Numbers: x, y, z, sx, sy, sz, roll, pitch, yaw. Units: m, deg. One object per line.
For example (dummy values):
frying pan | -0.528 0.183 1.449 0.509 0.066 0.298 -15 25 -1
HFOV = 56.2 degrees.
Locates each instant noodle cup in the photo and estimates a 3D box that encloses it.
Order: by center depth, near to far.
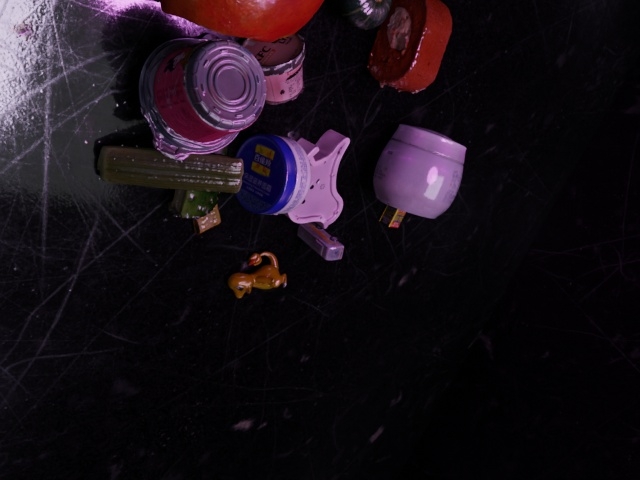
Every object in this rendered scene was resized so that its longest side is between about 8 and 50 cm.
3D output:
instant noodle cup | -0.230 -0.317 1.271 0.259 0.182 0.302 18 82 -36

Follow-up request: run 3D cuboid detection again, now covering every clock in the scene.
clock | -0.009 -0.185 1.768 0.275 0.080 0.290 22 103 -52

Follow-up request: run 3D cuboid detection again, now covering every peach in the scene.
peach | -0.140 -0.570 1.201 0.380 0.242 0.306 -56 147 4

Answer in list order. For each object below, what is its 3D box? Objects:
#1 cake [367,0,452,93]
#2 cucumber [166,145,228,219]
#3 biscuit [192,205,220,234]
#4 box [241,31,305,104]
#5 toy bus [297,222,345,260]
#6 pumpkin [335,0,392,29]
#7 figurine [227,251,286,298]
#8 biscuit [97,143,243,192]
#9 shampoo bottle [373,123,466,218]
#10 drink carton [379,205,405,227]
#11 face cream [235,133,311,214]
cake | 0.256 -0.552 1.681 0.151 0.177 0.282 5 113 -48
cucumber | -0.278 -0.212 1.450 0.145 0.105 0.325 -9 121 -41
biscuit | -0.306 -0.064 1.598 0.081 0.018 0.083 -31 138 -27
box | -0.105 -0.413 1.439 0.151 0.151 0.135 -38 148 -19
toy bus | 0.000 0.000 1.846 0.072 0.172 0.057 -11 126 -35
pumpkin | 0.108 -0.621 1.512 0.167 0.125 0.167 -16 122 -28
figurine | -0.196 0.099 1.798 0.176 0.121 0.122 -14 100 -28
biscuit | -0.336 -0.162 1.363 0.323 0.038 0.099 4 119 -18
shampoo bottle | 0.317 -0.224 1.924 0.273 0.273 0.266 8 103 -49
drink carton | 0.278 -0.128 2.135 0.071 0.056 0.165 4 116 -57
face cream | -0.125 -0.170 1.554 0.111 0.206 0.205 -6 122 -50
